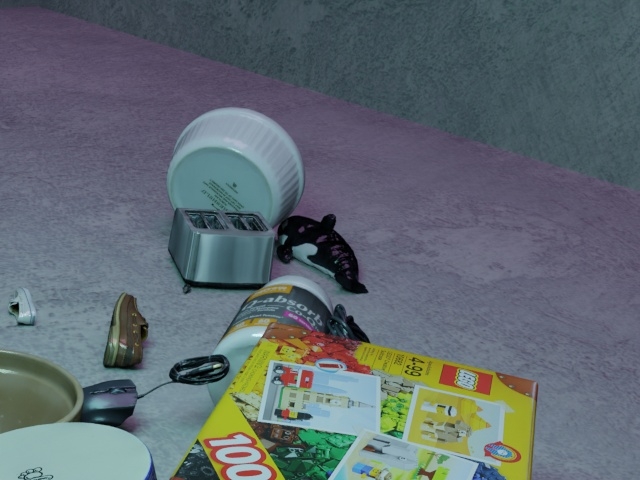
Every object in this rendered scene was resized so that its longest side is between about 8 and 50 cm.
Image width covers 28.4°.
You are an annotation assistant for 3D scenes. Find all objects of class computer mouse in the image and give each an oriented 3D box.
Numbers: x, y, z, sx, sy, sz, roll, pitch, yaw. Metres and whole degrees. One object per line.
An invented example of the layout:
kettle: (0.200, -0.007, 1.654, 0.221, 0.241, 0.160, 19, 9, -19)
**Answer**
computer mouse: (-0.241, 0.199, 1.713, 0.242, 0.041, 0.071, -21, 37, -6)

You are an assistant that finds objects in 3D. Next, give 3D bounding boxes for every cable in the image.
cable: (0.062, 0.179, 1.866, 0.047, 0.184, 0.150, -25, -16, 20)

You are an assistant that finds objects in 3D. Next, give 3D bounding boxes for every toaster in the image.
toaster: (-0.180, 0.015, 2.299, 0.168, 0.110, 0.186, 2, 21, -19)

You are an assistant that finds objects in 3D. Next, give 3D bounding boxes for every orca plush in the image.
orca plush: (0.000, 0.000, 2.438, 0.151, 0.102, 0.287, 4, 20, -17)

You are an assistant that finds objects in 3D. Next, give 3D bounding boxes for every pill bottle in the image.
pill bottle: (-0.063, 0.158, 1.878, 0.162, 0.162, 0.278, 12, 20, 5)

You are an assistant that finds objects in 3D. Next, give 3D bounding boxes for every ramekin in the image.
ramekin: (-0.174, -0.113, 2.452, 0.273, 0.273, 0.127, 13, 30, 8)

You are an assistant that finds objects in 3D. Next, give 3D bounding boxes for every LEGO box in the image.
LEGO box: (0.047, 0.306, 1.468, 0.372, 0.193, 0.500, 12, 20, 7)

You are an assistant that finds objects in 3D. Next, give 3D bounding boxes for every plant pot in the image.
plant pot: (-0.418, 0.231, 1.574, 0.237, 0.110, 0.237, 8, 20, -3)

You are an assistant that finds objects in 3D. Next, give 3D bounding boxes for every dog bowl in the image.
dog bowl: (-0.303, 0.299, 1.356, 0.265, 0.104, 0.265, -5, 18, 2)

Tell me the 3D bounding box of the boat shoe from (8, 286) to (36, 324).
boat shoe: (-0.481, 0.104, 2.018, 0.035, 0.035, 0.100, 3, 27, -27)

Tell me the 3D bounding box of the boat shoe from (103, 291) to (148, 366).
boat shoe: (-0.298, 0.142, 1.963, 0.060, 0.064, 0.178, 12, 25, -9)
